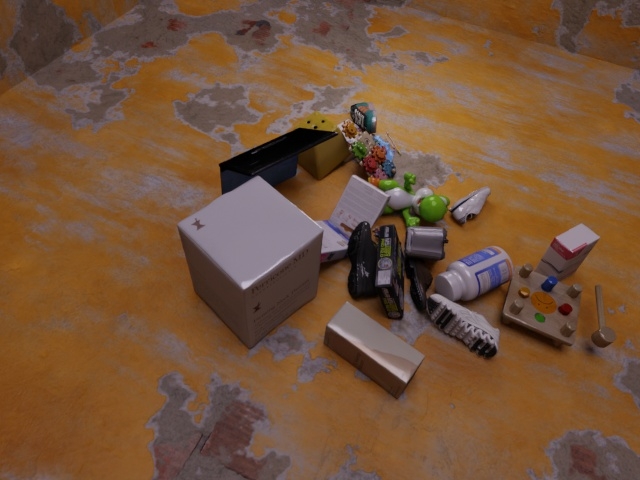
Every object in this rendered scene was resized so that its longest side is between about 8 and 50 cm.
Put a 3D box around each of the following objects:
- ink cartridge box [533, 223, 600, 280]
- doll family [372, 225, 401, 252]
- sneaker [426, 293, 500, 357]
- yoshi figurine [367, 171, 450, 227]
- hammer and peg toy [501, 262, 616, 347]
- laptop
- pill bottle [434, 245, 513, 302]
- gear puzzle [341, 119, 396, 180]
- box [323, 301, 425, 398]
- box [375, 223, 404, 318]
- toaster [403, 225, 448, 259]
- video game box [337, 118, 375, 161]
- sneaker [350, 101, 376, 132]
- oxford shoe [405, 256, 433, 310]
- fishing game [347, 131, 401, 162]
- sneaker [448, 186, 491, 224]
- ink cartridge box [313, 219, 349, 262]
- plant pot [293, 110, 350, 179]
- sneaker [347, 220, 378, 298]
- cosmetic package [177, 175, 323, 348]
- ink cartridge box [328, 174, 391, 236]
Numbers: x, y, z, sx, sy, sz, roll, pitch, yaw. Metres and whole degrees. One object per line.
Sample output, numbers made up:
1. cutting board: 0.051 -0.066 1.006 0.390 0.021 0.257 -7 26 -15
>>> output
1. ink cartridge box: 0.936 0.059 1.796 0.158 0.218 0.092 -22 52 -21
2. doll family: 0.247 0.007 1.866 0.111 0.076 0.193 32 53 24
3. sneaker: 0.504 0.284 1.658 0.292 0.110 0.118 39 47 8
4. yoshi figurine: 0.365 -0.159 1.938 0.361 0.204 0.203 7 59 -2
5. hammer and peg toy: 0.857 0.247 1.702 0.360 0.128 0.266 23 52 12
6. laptop: -0.169 -0.258 1.818 0.381 0.237 0.407 -31 30 -25
7. pill bottle: 0.565 0.133 1.747 0.271 0.152 0.152 -20 57 -19
8. gear puzzle: 0.216 -0.399 2.077 0.339 0.044 0.175 50 55 -13
9. box: 0.169 0.357 1.543 0.311 0.148 0.121 32 57 20
10. box: 0.255 0.111 1.692 0.060 0.216 0.270 -6 49 19
11. toaster: 0.399 0.010 1.797 0.146 0.227 0.129 5 92 7
12. video game box: 0.127 -0.480 2.247 0.205 0.048 0.187 -35 61 -27
13. sneaker: 0.207 -0.596 2.286 0.120 0.108 0.302 -2 30 0
14. oxford shoe: 0.382 0.157 1.756 0.096 0.083 0.228 3 53 -7
15. fishing game: 0.260 -0.427 2.184 0.263 0.041 0.189 -15 70 -30
16. sneaker: 0.660 -0.152 2.030 0.235 0.090 0.095 -31 73 -21
17. ink cartridge box: 0.000 0.000 1.789 0.185 0.065 0.311 41 25 23
18. plant pot: -0.011 -0.439 2.084 0.212 0.187 0.212 -42 66 -14
19. sneaker: 0.173 0.072 1.752 0.130 0.109 0.287 4 86 -20
20. cosmetic package: -0.223 0.075 1.565 0.329 0.394 0.327 -37 63 -27
21. ink cartridge box: 0.156 -0.126 1.909 0.180 0.225 0.056 34 20 20
